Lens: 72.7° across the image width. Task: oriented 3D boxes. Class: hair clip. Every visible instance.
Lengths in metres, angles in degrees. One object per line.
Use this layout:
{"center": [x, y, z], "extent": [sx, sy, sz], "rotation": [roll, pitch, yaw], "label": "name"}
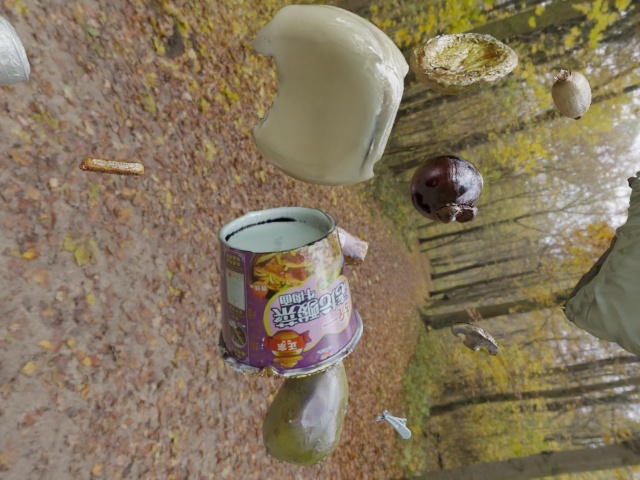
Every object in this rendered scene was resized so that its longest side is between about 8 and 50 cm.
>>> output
{"center": [0.151, 0.374, 0.889], "extent": [0.115, 0.030, 0.039], "rotation": [42, -2, -41], "label": "hair clip"}

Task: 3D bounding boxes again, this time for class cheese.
{"center": [0.005, -0.215, 0.683], "extent": [0.127, 0.233, 0.266], "rotation": [-58, 169, -59], "label": "cheese"}

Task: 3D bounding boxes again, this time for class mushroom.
{"center": [0.303, 0.193, 0.852], "extent": [0.019, 0.101, 0.049], "rotation": [-45, 160, -58], "label": "mushroom"}

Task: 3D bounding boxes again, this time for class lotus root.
{"center": [0.537, -0.313, 0.930], "extent": [0.150, 0.073, 0.062], "rotation": [33, 18, -40], "label": "lotus root"}

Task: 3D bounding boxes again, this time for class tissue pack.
{"center": [0.000, 0.000, 1.271], "extent": [0.226, 0.183, 0.092], "rotation": [29, 71, -27], "label": "tissue pack"}

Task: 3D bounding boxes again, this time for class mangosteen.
{"center": [0.259, -0.098, 0.894], "extent": [0.152, 0.152, 0.153], "rotation": [-13, 90, -76], "label": "mangosteen"}

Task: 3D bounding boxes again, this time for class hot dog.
{"center": [-0.505, -0.178, 1.057], "extent": [0.062, 0.144, 0.038], "rotation": [24, -70, 62], "label": "hot dog"}

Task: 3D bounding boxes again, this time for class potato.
{"center": [-0.027, 0.442, 1.159], "extent": [0.173, 0.210, 0.308], "rotation": [121, -9, -70], "label": "potato"}

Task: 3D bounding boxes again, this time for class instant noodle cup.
{"center": [-0.077, 0.090, 0.947], "extent": [0.340, 0.339, 0.266], "rotation": [-73, 161, -63], "label": "instant noodle cup"}

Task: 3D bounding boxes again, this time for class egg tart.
{"center": [0.328, -0.402, 1.018], "extent": [0.232, 0.252, 0.098], "rotation": [39, -29, 35], "label": "egg tart"}

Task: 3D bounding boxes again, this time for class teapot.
{"center": [-0.863, -0.498, 1.089], "extent": [0.178, 0.163, 0.222], "rotation": [-28, 122, -32], "label": "teapot"}

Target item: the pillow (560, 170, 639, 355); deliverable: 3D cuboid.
{"center": [0.540, 0.068, 0.607], "extent": [0.138, 0.310, 0.284], "rotation": [8, 105, -51], "label": "pillow"}
